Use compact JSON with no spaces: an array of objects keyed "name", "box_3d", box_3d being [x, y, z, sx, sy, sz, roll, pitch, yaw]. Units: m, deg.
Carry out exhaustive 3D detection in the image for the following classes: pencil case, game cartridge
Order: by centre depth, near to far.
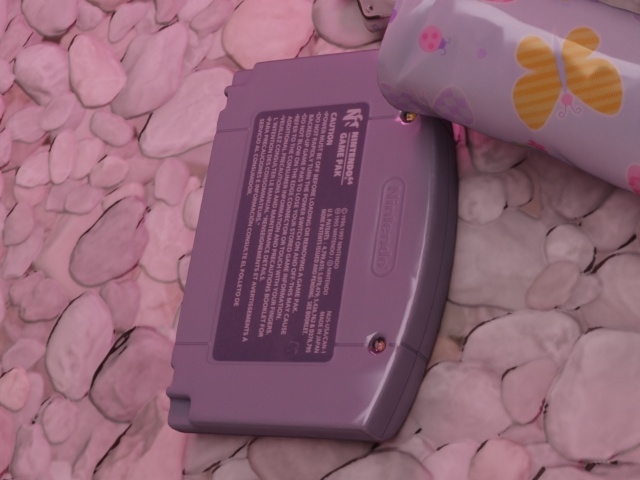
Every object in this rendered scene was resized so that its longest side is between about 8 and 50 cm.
[{"name":"pencil case","box_3d":[0.171,-0.098,0.780,0.273,0.124,0.113,24,101,25]},{"name":"game cartridge","box_3d":[0.000,0.000,0.891,0.196,0.060,0.294,-3,67,31]}]

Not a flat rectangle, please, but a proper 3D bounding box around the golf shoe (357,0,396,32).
[{"name":"golf shoe","box_3d":[0.074,-0.190,0.942,0.176,0.069,0.086,43,112,38]}]
